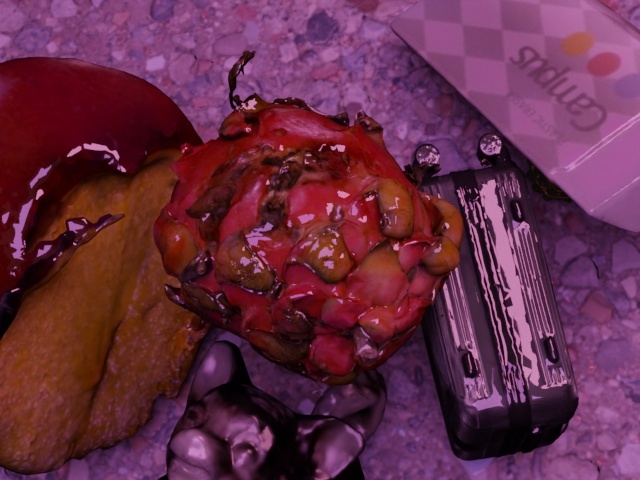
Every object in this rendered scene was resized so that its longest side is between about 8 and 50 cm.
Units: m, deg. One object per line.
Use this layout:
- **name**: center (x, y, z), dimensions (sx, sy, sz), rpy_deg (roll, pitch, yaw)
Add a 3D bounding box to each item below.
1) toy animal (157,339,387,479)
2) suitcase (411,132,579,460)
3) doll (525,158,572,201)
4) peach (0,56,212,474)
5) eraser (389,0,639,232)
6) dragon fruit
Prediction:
- **toy animal**: center (-0.057, 0.227, 1.238), dimensions (0.194, 0.344, 0.303), rpy_deg (27, 80, 27)
- **suitcase**: center (0.168, 0.067, 1.301), dimensions (0.128, 0.202, 0.312), rpy_deg (-11, 70, -1)
- **doll**: center (0.264, -0.088, 1.376), dimensions (0.076, 0.113, 0.078), rpy_deg (-3, 77, 7)
- **peach**: center (-0.283, 0.033, 1.321), dimensions (0.353, 0.339, 0.417), rpy_deg (-14, 69, 32)
- **eraser**: center (0.262, -0.177, 1.331), dimensions (0.213, 0.082, 0.397), rpy_deg (-36, 46, -3)
- **dragon fruit**: center (0.000, 0.000, 1.182), dimensions (0.291, 0.250, 0.269), rpy_deg (16, 79, 44)
